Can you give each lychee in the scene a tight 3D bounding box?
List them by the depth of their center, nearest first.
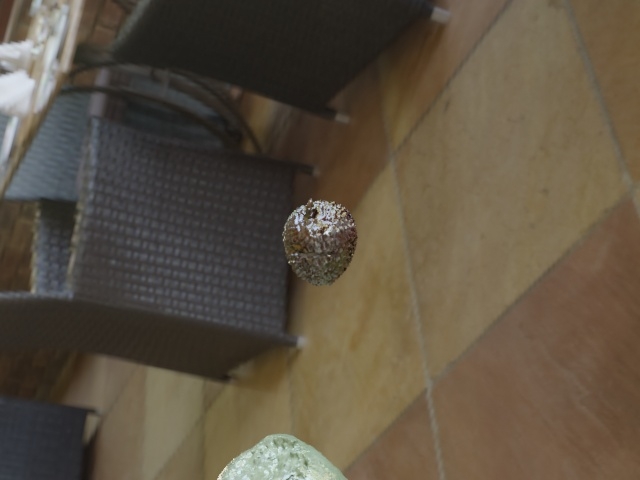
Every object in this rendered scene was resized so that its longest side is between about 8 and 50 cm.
[{"bbox_3d":[0.000,0.000,0.937,0.068,0.067,0.083,-86,-7,-64],"label":"lychee"}]

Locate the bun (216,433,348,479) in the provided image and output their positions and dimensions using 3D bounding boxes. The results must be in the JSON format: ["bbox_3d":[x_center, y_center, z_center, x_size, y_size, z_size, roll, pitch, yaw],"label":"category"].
[{"bbox_3d":[-0.002,0.251,0.754,0.108,0.221,0.221,-37,14,-18],"label":"bun"}]
